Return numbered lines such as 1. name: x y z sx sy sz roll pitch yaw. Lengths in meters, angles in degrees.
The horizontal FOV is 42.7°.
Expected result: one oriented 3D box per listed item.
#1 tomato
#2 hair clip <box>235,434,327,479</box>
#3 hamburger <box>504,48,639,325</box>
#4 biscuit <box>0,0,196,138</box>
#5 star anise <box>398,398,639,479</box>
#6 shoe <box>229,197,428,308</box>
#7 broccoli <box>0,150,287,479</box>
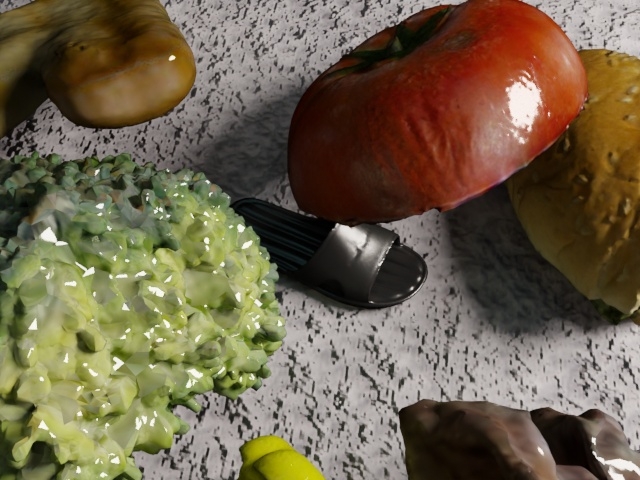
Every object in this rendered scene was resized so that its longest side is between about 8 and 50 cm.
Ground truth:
1. tomato: 0.066 -0.102 0.573 0.225 0.085 0.225 -23 28 13
2. hair clip: -0.012 0.148 0.433 0.072 0.173 0.046 38 66 21
3. hamburger: 0.202 -0.056 0.583 0.155 0.135 0.208 -27 62 -18
4. biscuit: -0.217 -0.125 0.585 0.237 0.062 0.291 -18 30 -12
5. star anise: 0.146 0.204 0.379 0.331 0.117 0.332 30 33 -21
6. shoe: 0.000 0.000 0.591 0.159 0.053 0.062 19 58 12
7. broccoli: -0.166 0.062 0.444 0.288 0.235 0.260 -12 58 6
